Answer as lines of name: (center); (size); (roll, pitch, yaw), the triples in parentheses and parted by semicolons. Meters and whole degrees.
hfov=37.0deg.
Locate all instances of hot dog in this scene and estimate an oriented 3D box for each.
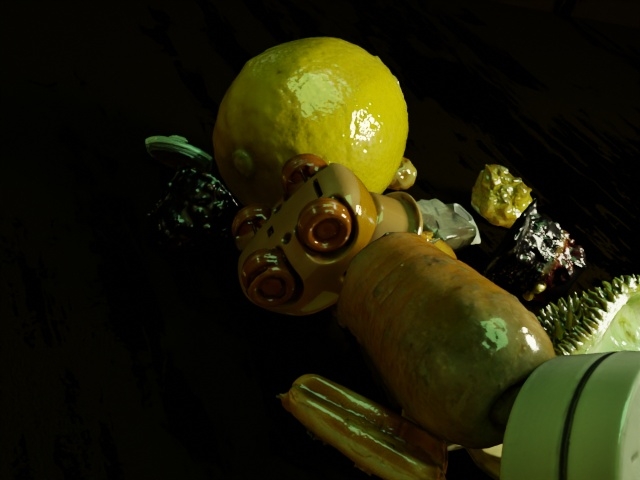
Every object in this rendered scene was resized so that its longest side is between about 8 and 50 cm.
hot dog: (0.060, 0.267, 1.325); (0.270, 0.072, 0.109); (28, 29, 10)

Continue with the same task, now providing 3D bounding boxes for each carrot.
carrot: (0.174, 0.136, 1.361); (0.224, 0.224, 0.340); (-2, 31, -32)

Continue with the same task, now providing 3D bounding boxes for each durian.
durian: (0.502, 0.181, 1.718); (0.394, 0.163, 0.198); (-17, 86, -46)

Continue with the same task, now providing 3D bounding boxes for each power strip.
power strip: (0.383, 0.294, 1.184); (0.161, 0.357, 0.358); (-10, 5, 44)

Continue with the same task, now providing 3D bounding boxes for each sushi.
sushi: (0.418, 0.037, 1.826); (0.150, 0.153, 0.172); (37, 42, 3)

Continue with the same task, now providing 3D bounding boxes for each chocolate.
chocolate: (-0.231, -0.037, 1.626); (0.156, 0.156, 0.133); (35, 64, 25)

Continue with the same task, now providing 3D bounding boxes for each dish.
dish: (0.288, -0.047, 1.998); (0.091, 0.039, 0.137); (9, 33, -17)

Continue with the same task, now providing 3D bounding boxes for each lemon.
lemon: (-0.036, -0.181, 1.740); (0.364, 0.364, 0.364); (15, 30, -9)

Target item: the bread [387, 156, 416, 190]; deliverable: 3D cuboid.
bread: (0.032, -0.169, 2.014); (0.368, 0.084, 0.077); (12, 71, -16)

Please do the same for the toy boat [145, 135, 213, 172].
toy boat: (-0.274, -0.173, 1.858); (0.140, 0.059, 0.066); (18, 42, 0)

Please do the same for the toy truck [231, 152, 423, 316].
toy truck: (0.000, 0.000, 1.551); (0.212, 0.288, 0.204); (33, 21, -30)

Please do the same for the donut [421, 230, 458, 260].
donut: (0.150, 0.046, 1.737); (0.190, 0.074, 0.174); (5, 34, -16)

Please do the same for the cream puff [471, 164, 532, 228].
cream puff: (0.403, -0.100, 2.082); (0.146, 0.116, 0.146); (13, 28, -7)

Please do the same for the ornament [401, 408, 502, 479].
ornament: (0.224, 0.271, 1.430); (0.201, 0.059, 0.180); (22, 28, 7)

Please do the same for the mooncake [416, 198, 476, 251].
mooncake: (0.232, -0.020, 1.889); (0.130, 0.073, 0.125); (-14, 47, -41)
